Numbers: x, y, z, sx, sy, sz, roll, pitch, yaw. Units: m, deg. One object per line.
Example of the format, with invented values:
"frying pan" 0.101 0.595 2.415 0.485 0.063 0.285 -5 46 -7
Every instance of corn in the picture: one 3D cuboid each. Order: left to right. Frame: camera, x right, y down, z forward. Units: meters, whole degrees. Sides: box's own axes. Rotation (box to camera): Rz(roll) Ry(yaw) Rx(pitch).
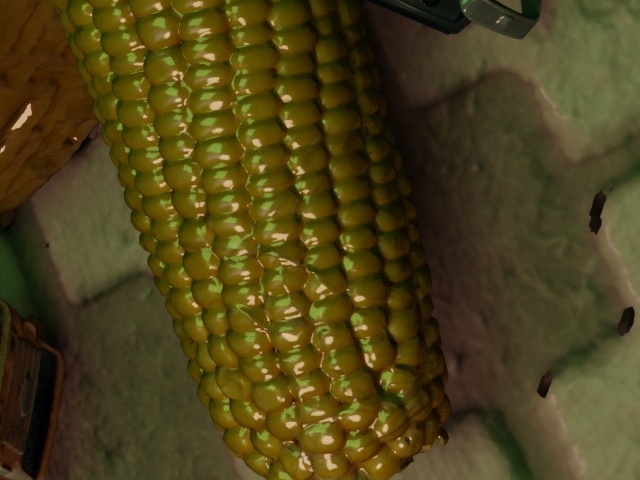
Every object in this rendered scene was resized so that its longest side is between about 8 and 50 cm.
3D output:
"corn" -0.043 -0.075 0.904 0.144 0.144 0.387 -12 96 28

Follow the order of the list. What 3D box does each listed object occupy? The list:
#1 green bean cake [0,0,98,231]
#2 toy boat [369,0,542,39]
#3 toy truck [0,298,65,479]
"green bean cake" -0.202 -0.103 1.018 0.131 0.224 0.229 48 111 19
"toy boat" 0.109 -0.194 0.925 0.246 0.093 0.103 -49 59 18
"toy truck" -0.265 0.091 1.095 0.257 0.140 0.108 -1 70 21
